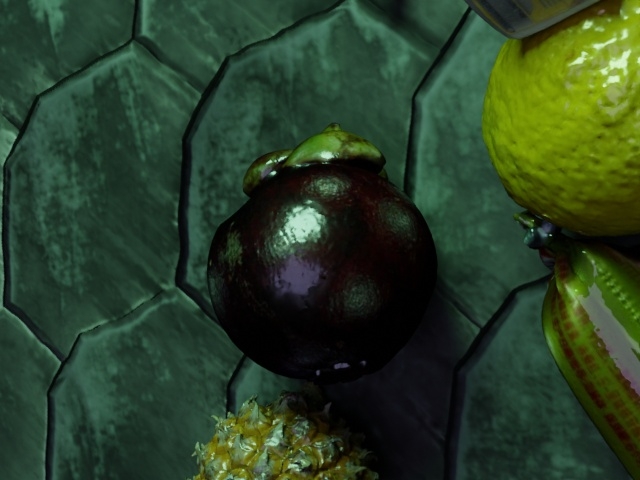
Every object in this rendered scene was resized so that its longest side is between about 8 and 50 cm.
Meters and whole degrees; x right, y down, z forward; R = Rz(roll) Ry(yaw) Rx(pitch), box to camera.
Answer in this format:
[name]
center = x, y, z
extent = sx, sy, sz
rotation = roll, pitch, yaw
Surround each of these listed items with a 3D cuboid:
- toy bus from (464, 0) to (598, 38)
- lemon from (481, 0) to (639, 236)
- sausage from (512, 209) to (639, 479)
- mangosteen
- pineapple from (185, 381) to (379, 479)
[toy bus]
center = 0.139, -0.259, 0.673
extent = 0.106, 0.092, 0.268
rotation = -25, 47, 36
[lemon]
center = 0.202, -0.095, 0.693
extent = 0.180, 0.180, 0.193
rotation = 23, 140, 22
[sausage]
center = 0.243, 0.102, 0.738
extent = 0.117, 0.125, 0.317
rotation = -40, 79, 19
[mangosteen]
center = 0.000, 0.000, 0.823
extent = 0.194, 0.194, 0.230
rotation = -18, 65, 29
[pineapple]
center = -0.024, 0.188, 0.909
extent = 0.176, 0.137, 0.161
rotation = 0, 143, 23
